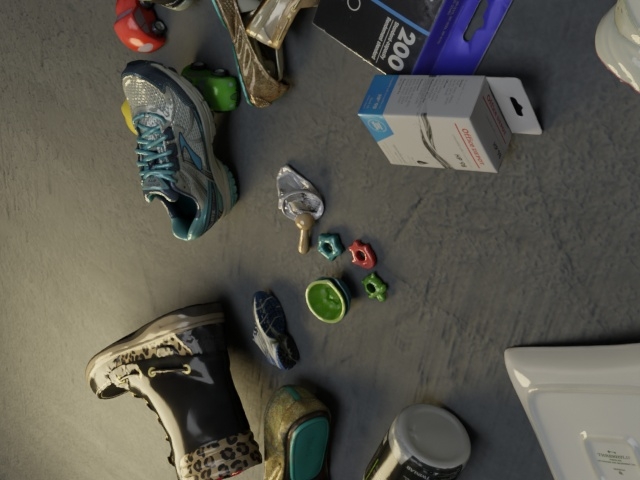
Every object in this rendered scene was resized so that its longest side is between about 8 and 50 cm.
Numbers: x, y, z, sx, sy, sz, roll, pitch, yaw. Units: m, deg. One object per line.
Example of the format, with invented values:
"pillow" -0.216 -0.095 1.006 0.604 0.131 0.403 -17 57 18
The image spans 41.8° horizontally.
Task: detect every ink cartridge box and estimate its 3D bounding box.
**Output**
"ink cartridge box" 0.146 -0.132 0.949 0.180 0.060 0.104 9 154 36
"ink cartridge box" 0.107 -0.283 0.944 0.208 0.045 0.206 37 131 16

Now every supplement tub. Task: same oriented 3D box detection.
"supplement tub" 0.130 0.333 1.205 0.117 0.117 0.190 37 131 18

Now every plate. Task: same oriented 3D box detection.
"plate" 0.359 0.253 0.992 0.277 0.045 0.277 -13 104 53

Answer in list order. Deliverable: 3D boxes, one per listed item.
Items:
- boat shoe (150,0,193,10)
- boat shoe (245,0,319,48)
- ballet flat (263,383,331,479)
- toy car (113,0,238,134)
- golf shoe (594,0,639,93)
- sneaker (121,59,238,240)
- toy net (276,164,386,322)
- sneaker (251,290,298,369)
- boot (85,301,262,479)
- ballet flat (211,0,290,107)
"boat shoe" -0.277 -0.384 1.168 0.228 0.069 0.081 24 102 24
"boat shoe" -0.024 -0.308 1.029 0.059 0.063 0.170 33 123 -17
"ballet flat" -0.049 0.380 1.390 0.123 0.123 0.348 24 127 27
"toy car" -0.219 -0.236 1.224 0.225 0.053 0.238 21 125 29
"golf shoe" 0.388 -0.149 0.722 0.306 0.115 0.140 35 150 18
"sneaker" -0.207 -0.119 1.181 0.110 0.122 0.283 3 134 32
"toy net" 0.000 0.000 1.180 0.122 0.045 0.232 -21 98 44
"sneaker" -0.087 0.144 1.325 0.058 0.052 0.135 -4 110 45
"boot" -0.256 0.292 1.439 0.377 0.138 0.284 -31 74 37
"ballet flat" -0.093 -0.280 1.104 0.067 0.073 0.206 -17 106 15
